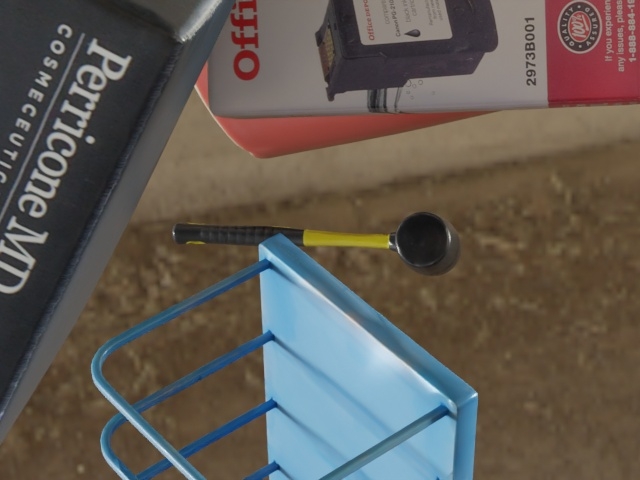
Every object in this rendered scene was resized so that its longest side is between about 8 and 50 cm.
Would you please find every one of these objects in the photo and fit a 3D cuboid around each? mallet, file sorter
[{"bbox_3d":[0.000,0.000,1.162,0.190,0.039,0.062,2,-6,20],"label":"mallet"},{"bbox_3d":[-0.018,0.111,0.706,0.104,0.170,0.118,-27,47,-27],"label":"file sorter"}]

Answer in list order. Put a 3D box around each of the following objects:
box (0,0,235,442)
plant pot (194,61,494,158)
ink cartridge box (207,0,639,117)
[{"bbox_3d":[-0.267,-0.105,0.842,0.395,0.293,0.212,27,29,-4],"label":"box"},{"bbox_3d":[0.030,-0.189,1.234,0.243,0.275,0.275,-22,28,16],"label":"plant pot"},{"bbox_3d":[0.056,-0.155,0.967,0.237,0.172,0.100,-2,4,8],"label":"ink cartridge box"}]
